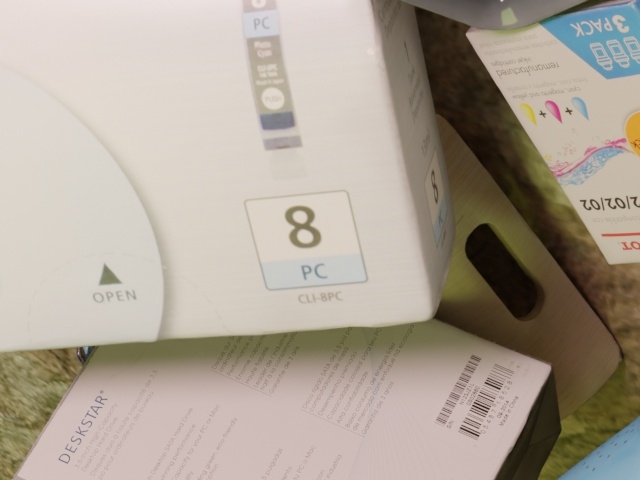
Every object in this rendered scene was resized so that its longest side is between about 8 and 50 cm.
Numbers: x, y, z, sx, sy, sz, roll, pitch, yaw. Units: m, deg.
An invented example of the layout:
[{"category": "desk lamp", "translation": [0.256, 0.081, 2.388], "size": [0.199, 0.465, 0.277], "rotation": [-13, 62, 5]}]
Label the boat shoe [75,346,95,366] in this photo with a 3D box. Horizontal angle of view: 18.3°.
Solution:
[{"category": "boat shoe", "translation": [-0.118, 0.068, 1.366], "size": [0.089, 0.109, 0.258], "rotation": [25, 130, 37]}]

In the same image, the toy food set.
[{"category": "toy food set", "translation": [0.000, 0.000, 1.158], "size": [0.306, 0.092, 0.219], "rotation": [6, 147, 45]}]

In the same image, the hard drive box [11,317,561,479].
[{"category": "hard drive box", "translation": [-0.015, 0.114, 1.057], "size": [0.232, 0.181, 0.089], "rotation": [23, 157, 21]}]

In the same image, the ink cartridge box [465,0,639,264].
[{"category": "ink cartridge box", "translation": [0.162, -0.048, 0.921], "size": [0.104, 0.061, 0.181], "rotation": [-5, 128, 50]}]

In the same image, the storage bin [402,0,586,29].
[{"category": "storage bin", "translation": [0.082, -0.156, 0.823], "size": [0.098, 0.091, 0.135], "rotation": [15, 160, -29]}]

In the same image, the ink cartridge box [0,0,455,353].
[{"category": "ink cartridge box", "translation": [-0.122, -0.129, 0.909], "size": [0.308, 0.091, 0.385], "rotation": [-4, 120, 17]}]

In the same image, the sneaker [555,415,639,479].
[{"category": "sneaker", "translation": [0.182, 0.009, 0.831], "size": [0.319, 0.127, 0.208], "rotation": [-35, 99, 17]}]
